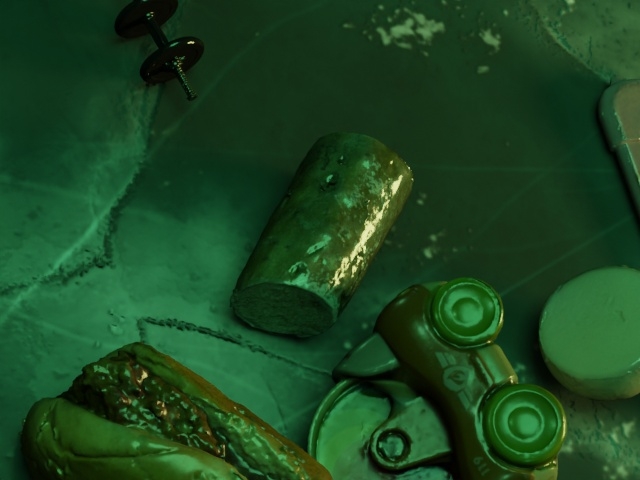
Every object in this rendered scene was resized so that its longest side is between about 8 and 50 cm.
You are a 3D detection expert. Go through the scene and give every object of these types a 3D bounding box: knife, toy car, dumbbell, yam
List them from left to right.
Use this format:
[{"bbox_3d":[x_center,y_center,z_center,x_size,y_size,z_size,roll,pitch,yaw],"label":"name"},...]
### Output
[{"bbox_3d":[-0.156,-0.197,1.705,0.069,0.069,0.147,-22,73,-25],"label":"dumbbell"},{"bbox_3d":[0.000,0.000,1.632,0.107,0.107,0.194,30,60,-1],"label":"yam"},{"bbox_3d":[0.087,0.163,1.571,0.235,0.145,0.235,0,70,0],"label":"toy car"},{"bbox_3d":[0.365,0.002,1.781,0.132,0.038,0.399,-6,65,-23],"label":"knife"}]

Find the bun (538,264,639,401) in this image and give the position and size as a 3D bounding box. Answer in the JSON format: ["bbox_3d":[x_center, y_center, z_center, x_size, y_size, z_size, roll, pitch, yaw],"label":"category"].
[{"bbox_3d":[0.280,0.099,1.678,0.138,0.094,0.138,-12,48,14],"label":"bun"}]

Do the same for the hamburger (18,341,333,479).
[{"bbox_3d":[-0.110,0.195,1.470,0.282,0.245,0.155,11,55,41],"label":"hamburger"}]
